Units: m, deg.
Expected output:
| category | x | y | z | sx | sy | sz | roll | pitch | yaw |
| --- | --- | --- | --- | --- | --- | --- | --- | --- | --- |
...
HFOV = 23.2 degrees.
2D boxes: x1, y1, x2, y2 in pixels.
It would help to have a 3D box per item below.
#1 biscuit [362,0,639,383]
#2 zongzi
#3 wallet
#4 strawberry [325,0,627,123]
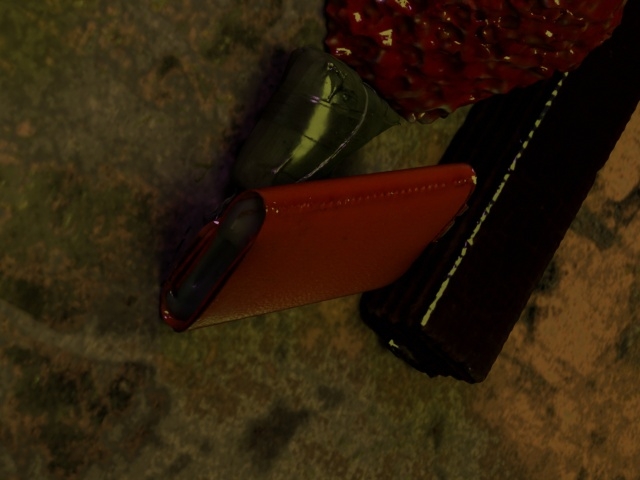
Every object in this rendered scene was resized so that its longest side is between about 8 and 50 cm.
| category | x | y | z | sx | sy | sz | roll | pitch | yaw |
| --- | --- | --- | --- | --- | --- | --- | --- | --- | --- |
| biscuit | 0.168 | -0.068 | 1.249 | 0.107 | 0.073 | 0.388 | 43 | 73 | -42 |
| zongzi | -0.007 | -0.047 | 1.102 | 0.154 | 0.062 | 0.130 | -61 | 147 | -3 |
| wallet | 0.000 | 0.000 | 1.082 | 0.204 | 0.045 | 0.142 | -10 | 151 | -42 |
| strawberry | 0.126 | -0.182 | 1.103 | 0.234 | 0.178 | 0.234 | -11 | 109 | -35 |
